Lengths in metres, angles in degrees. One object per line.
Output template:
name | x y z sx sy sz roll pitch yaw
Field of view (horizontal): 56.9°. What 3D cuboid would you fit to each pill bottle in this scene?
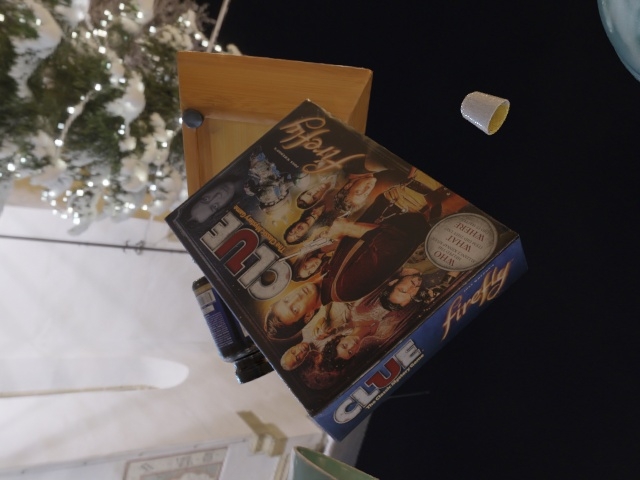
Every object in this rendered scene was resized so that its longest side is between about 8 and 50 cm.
pill bottle | -0.158 0.162 1.157 0.123 0.123 0.219 -28 -96 44

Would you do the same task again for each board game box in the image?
board game box | 0.000 0.000 0.436 0.165 0.042 0.243 -41 -134 -7

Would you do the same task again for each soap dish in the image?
soap dish | -0.066 -0.082 0.751 0.118 0.229 0.290 -83 179 -49

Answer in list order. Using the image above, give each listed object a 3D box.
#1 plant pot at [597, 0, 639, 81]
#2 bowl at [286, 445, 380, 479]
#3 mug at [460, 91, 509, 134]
plant pot | 0.408 -0.294 0.581 0.293 0.196 0.292 -2 -94 43
bowl | 0.068 0.405 0.750 0.312 0.312 0.163 10 -112 50
mug | 0.274 -0.215 0.998 0.064 0.078 0.062 35 -106 28
